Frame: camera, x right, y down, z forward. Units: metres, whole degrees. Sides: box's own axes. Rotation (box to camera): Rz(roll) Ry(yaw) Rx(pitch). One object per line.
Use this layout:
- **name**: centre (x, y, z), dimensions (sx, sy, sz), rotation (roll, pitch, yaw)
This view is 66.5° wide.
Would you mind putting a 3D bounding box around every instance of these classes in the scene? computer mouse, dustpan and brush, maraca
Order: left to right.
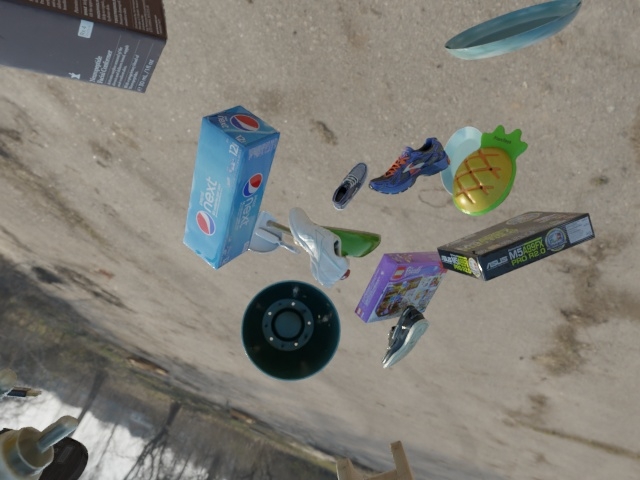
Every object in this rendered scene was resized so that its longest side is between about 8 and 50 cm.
- **computer mouse**: centre (-0.473, 0.319, 0.770), dimensions (0.262, 0.184, 0.060), rotation (4, 123, 3)
- **dustpan and brush**: centre (-0.156, -0.002, 1.692), dimensions (0.211, 0.147, 0.060), rotation (26, -178, 11)
- **maraca**: centre (0.328, -0.137, 0.958), dimensions (0.099, 0.185, 0.127), rotation (19, -170, -42)

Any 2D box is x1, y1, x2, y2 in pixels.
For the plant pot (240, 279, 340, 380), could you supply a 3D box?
- **plant pot**: centre (-0.097, 0.274, 1.538), dimensions (0.293, 0.293, 0.235), rotation (25, 172, -3)

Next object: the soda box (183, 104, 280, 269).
- **soda box**: centre (-0.122, -0.064, 0.641), dimensions (0.071, 0.067, 0.210), rotation (37, 132, 16)

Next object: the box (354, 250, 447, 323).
- **box**: centre (0.248, 0.130, 1.422), dimensions (0.293, 0.201, 0.057), rotation (0, -148, -46)

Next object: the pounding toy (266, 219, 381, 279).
- **pounding toy**: centre (0.013, 0.026, 1.089), dimensions (0.237, 0.110, 0.183), rotation (7, 179, 26)

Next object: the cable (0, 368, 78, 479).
- **cable**: centre (-0.260, 0.187, 0.274), dimensions (0.072, 0.287, 0.139), rotation (-71, -44, -80)

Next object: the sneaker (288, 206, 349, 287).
- **sneaker**: centre (0.000, 0.000, 0.785), dimensions (0.061, 0.152, 0.054), rotation (-42, 152, 22)

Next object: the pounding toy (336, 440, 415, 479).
- **pounding toy**: centre (0.116, 0.320, 0.471), dimensions (0.155, 0.269, 0.154), rotation (-19, 111, 2)

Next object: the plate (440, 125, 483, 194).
- **plate**: centre (0.390, -0.212, 1.317), dimensions (0.024, 0.188, 0.188), rotation (4, 163, -24)

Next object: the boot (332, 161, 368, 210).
- **boot**: centre (0.104, -0.191, 1.651), dimensions (0.069, 0.190, 0.086), rotation (28, 175, 11)

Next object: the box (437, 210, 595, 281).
- **box**: centre (0.436, 0.005, 1.121), dimensions (0.216, 0.270, 0.060), rotation (-150, 40, -80)

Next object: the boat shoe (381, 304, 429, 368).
- **boat shoe**: centre (0.237, 0.289, 1.441), dimensions (0.079, 0.084, 0.233), rotation (50, 132, 33)

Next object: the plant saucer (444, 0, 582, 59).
- **plant saucer**: centre (0.466, -0.511, 1.197), dimensions (0.317, 0.317, 0.043), rotation (1, 124, 41)

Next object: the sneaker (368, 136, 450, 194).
- **sneaker**: centre (0.209, -0.183, 1.194), dimensions (0.083, 0.221, 0.087), rotation (34, 150, 62)

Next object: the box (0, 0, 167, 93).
- **box**: centre (-0.539, -0.453, 1.025), dimensions (0.381, 0.143, 0.191), rotation (2, 155, -34)
